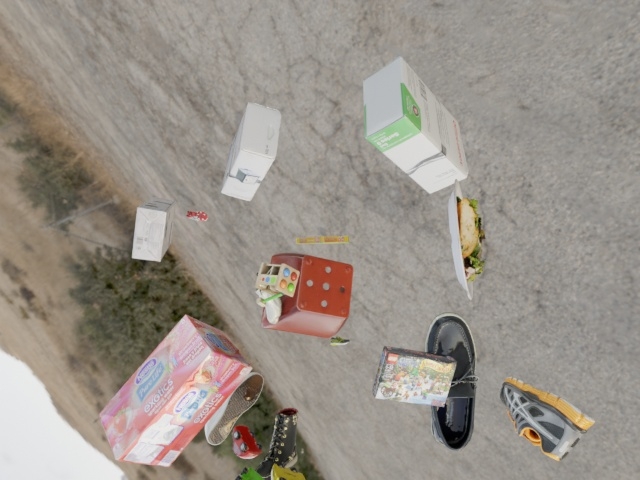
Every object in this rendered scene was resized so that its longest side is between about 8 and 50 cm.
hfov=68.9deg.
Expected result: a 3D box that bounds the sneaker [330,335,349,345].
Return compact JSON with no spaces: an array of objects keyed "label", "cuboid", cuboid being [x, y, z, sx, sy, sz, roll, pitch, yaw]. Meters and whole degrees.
[{"label":"sneaker","cuboid":[0.079,0.414,1.932,0.031,0.084,0.035,1,-100,-76]}]

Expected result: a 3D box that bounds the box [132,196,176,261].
[{"label":"box","cuboid":[-0.552,-0.046,1.566,0.290,0.087,0.169,-138,57,-74]}]

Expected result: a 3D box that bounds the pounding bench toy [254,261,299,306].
[{"label":"pounding bench toy","cuboid":[-0.084,0.090,0.899,0.065,0.083,0.052,1,159,38]}]

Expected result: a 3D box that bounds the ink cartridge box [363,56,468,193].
[{"label":"ink cartridge box","cuboid":[0.244,-0.283,1.193,0.122,0.211,0.289,-25,139,36]}]

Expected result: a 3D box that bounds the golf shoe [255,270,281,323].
[{"label":"golf shoe","cuboid":[-0.172,0.176,1.474,0.069,0.086,0.176,-13,78,50]}]

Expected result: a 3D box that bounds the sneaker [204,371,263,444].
[{"label":"sneaker","cuboid":[-0.330,0.591,1.713,0.106,0.290,0.123,44,169,-26]}]

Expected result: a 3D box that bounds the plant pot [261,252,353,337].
[{"label":"plant pot","cuboid":[-0.026,0.173,1.579,0.268,0.266,0.236,13,161,-18]}]

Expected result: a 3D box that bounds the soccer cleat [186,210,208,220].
[{"label":"soccer cleat","cuboid":[-0.366,-0.072,1.403,0.083,0.029,0.036,8,167,28]}]

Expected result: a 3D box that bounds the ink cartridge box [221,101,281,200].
[{"label":"ink cartridge box","cuboid":[-0.163,-0.202,1.086,0.082,0.139,0.190,13,151,-17]}]

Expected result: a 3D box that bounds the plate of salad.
[{"label":"plate of salad","cuboid":[0.244,-0.003,0.762,0.048,0.199,0.199,-8,125,21]}]

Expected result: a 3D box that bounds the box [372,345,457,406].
[{"label":"box","cuboid":[0.293,0.426,1.457,0.044,0.233,0.159,-125,46,-75]}]

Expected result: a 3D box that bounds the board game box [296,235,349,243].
[{"label":"board game box","cuboid":[0.000,0.000,1.999,0.259,0.124,0.039,-7,84,60]}]

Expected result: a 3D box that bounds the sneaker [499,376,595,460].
[{"label":"sneaker","cuboid":[0.341,0.282,0.752,0.084,0.083,0.215,32,172,4]}]

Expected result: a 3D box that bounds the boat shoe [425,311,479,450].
[{"label":"boat shoe","cuboid":[0.476,0.508,1.675,0.156,0.187,0.499,-28,-61,-87]}]

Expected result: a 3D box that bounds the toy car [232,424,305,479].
[{"label":"toy car","cuboid":[-0.164,0.583,1.158,0.239,0.053,0.225,35,-172,12]}]

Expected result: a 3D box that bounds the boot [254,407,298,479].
[{"label":"boot","cuboid":[-0.139,0.645,1.474,0.085,0.236,0.178,4,90,23]}]

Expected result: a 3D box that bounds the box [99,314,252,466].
[{"label":"box","cuboid":[-0.326,0.340,1.054,0.142,0.300,0.154,39,178,41]}]
